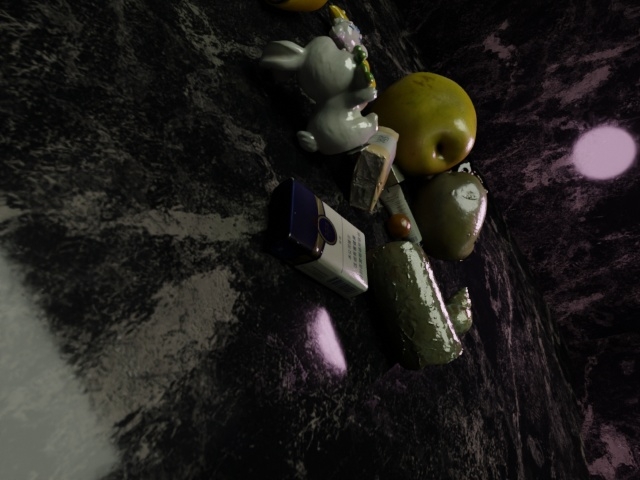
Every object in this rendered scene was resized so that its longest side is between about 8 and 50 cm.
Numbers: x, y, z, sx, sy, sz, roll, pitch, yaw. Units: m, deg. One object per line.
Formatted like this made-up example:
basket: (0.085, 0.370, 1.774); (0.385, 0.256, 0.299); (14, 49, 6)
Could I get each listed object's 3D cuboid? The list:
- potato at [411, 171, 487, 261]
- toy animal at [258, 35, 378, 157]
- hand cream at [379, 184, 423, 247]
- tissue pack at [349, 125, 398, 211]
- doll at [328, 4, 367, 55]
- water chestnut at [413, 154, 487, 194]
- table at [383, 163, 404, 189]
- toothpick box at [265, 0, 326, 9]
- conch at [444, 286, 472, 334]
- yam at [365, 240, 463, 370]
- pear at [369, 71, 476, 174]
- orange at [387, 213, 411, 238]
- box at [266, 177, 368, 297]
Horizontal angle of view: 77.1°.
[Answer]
potato: (0.448, -0.092, 1.420); (0.243, 0.221, 0.326); (19, 87, -18)
toy animal: (0.010, -0.371, 1.014); (0.182, 0.247, 0.309); (-89, 158, -63)
hand cream: (0.272, -0.072, 1.327); (0.233, 0.080, 0.050); (60, 28, -15)
tissue pack: (0.155, -0.211, 1.159); (0.090, 0.186, 0.222); (19, 35, 11)
doll: (0.101, -0.781, 1.544); (0.252, 0.111, 0.237); (35, 42, -52)
water chestnut: (0.519, -0.239, 1.636); (0.289, 0.244, 0.288); (25, 56, -43)
table: (0.221, -0.207, 1.328); (0.079, 0.083, 0.062); (-29, 93, -59)
toothpick box: (-0.083, -0.799, 1.230); (0.175, 0.175, 0.271); (56, 35, -13)
conch: (0.444, 0.248, 1.318); (0.173, 0.106, 0.116); (-23, 69, -45)
yam: (0.223, 0.155, 0.999); (0.168, 0.168, 0.304); (-1, 69, -56)
pear: (0.352, -0.397, 1.408); (0.362, 0.362, 0.418); (39, 23, -35)
orange: (0.247, -0.046, 1.266); (0.085, 0.085, 0.084); (35, 42, -38)
box: (0.000, 0.000, 0.868); (0.259, 0.071, 0.168); (36, 41, -39)
